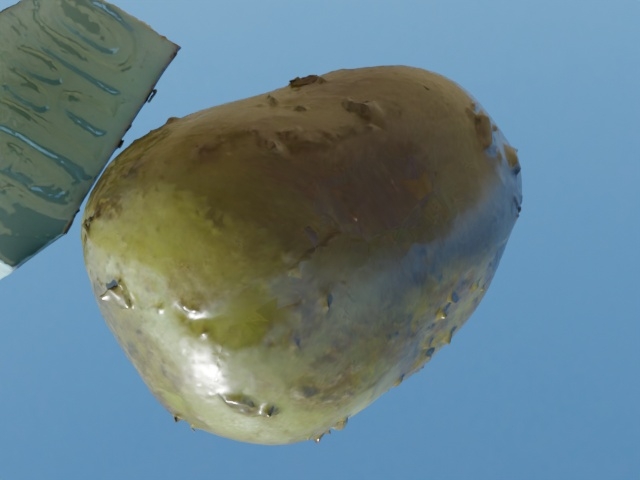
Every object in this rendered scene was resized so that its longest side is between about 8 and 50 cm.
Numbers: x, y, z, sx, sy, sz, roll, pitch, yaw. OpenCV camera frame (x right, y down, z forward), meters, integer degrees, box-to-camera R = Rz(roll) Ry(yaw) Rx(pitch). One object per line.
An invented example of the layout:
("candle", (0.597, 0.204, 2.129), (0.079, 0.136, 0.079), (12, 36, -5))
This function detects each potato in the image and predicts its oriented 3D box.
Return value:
("potato", (0.000, 0.000, 1.175), (0.307, 0.210, 0.173), (-28, 176, -34))

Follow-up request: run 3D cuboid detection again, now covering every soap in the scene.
("soap", (-0.211, -0.087, 1.405), (0.091, 0.145, 0.230), (-17, -135, 62))
